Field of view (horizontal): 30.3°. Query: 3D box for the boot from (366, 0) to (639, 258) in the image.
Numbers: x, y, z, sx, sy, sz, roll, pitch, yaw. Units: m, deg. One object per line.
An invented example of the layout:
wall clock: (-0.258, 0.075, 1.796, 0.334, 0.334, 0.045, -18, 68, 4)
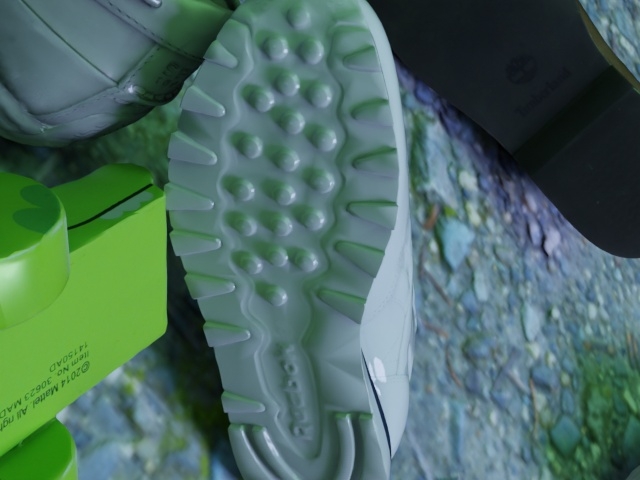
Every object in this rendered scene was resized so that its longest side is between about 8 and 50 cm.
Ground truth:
boot: (0.109, -0.127, 0.701, 0.305, 0.112, 0.115, 52, 15, -11)

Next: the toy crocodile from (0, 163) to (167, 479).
toy crocodile: (-0.158, 0.065, 0.334, 0.340, 0.105, 0.115, -43, 142, -47)

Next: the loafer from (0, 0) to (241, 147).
loafer: (-0.142, -0.185, 0.422, 0.319, 0.111, 0.112, 56, 25, -16)

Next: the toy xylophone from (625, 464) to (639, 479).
toy xylophone: (0.268, 0.262, 0.695, 0.236, 0.081, 0.322, 0, 75, -46)

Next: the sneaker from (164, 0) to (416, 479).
sneaker: (0.000, 0.000, 0.479, 0.095, 0.090, 0.235, -55, 150, -53)
